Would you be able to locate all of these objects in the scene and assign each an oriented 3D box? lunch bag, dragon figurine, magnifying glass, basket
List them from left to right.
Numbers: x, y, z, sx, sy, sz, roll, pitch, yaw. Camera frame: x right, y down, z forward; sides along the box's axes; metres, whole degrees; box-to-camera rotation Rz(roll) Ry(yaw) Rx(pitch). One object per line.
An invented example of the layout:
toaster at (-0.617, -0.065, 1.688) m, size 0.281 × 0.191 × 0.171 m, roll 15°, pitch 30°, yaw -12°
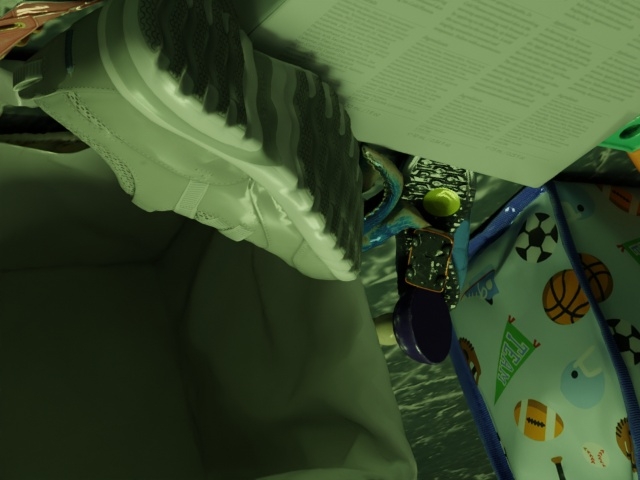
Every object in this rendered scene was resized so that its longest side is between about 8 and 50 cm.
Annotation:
basket at (-0.166, 0.080, 1.021) m, size 0.328 × 0.331 × 0.266 m, roll -4°, pitch 156°, yaw -30°
dragon figurine at (0.000, 0.000, 1.164) m, size 0.144 × 0.085 × 0.289 m, roll -38°, pitch -176°, yaw -6°
magnifying glass at (0.273, -0.096, 1.327) m, size 0.092 × 0.026 × 0.231 m, roll -27°, pitch 154°, yaw 15°
lunch bag at (0.320, 0.159, 1.448) m, size 0.328 × 0.385 × 0.239 m, roll -1°, pitch 148°, yaw -37°

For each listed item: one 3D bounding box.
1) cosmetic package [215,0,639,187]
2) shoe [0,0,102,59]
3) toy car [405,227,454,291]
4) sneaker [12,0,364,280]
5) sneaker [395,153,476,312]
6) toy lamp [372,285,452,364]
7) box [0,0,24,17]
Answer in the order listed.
cosmetic package at (0.126, -0.172, 0.984) m, size 0.284 × 0.097 × 0.377 m, roll -35°, pitch 151°, yaw 33°
shoe at (-0.176, -0.142, 0.869) m, size 0.178 × 0.063 × 0.081 m, roll -10°, pitch 155°, yaw -8°
toy car at (0.058, 0.009, 1.267) m, size 0.122 × 0.040 × 0.060 m, roll 1°, pitch 120°, yaw 22°
sneaker at (-0.063, -0.057, 0.892) m, size 0.115 × 0.105 × 0.281 m, roll -13°, pitch 146°, yaw 26°
sneaker at (0.097, -0.031, 1.300) m, size 0.069 × 0.082 × 0.209 m, roll 5°, pitch 136°, yaw 5°
toy lamp at (-0.015, 0.093, 1.358) m, size 0.274 × 0.080 × 0.080 m, roll -10°, pitch 163°, yaw 33°
box at (-0.231, -0.159, 0.765) m, size 0.116 × 0.029 × 0.162 m, roll -30°, pitch 129°, yaw 19°
